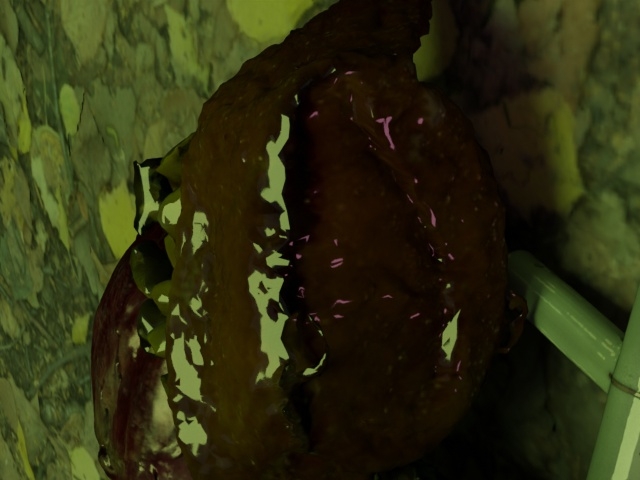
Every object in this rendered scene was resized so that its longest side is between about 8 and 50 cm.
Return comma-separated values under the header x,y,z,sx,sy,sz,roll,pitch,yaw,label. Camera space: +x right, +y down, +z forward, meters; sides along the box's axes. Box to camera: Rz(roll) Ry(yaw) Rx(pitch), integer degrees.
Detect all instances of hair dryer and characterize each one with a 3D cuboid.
x,y,z,sx,sy,sz,roll,pitch,yaw,label
0.118,0.055,0.665,0.183,0.044,0.154,29,107,59,hair dryer

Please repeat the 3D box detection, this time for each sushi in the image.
x,y,z,sx,sy,sz,roll,pitch,yaw,label
-0.002,0.003,0.694,0.179,0.167,0.296,-149,55,-68,sushi

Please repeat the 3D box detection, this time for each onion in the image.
x,y,z,sx,sy,sz,roll,pitch,yaw,label
-0.078,0.051,0.857,0.227,0.120,0.283,-132,53,-62,onion

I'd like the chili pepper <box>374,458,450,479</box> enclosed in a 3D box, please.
x,y,z,sx,sy,sz,roll,pitch,yaw,label
0.087,0.188,0.725,0.265,0.116,0.148,7,93,54,chili pepper
